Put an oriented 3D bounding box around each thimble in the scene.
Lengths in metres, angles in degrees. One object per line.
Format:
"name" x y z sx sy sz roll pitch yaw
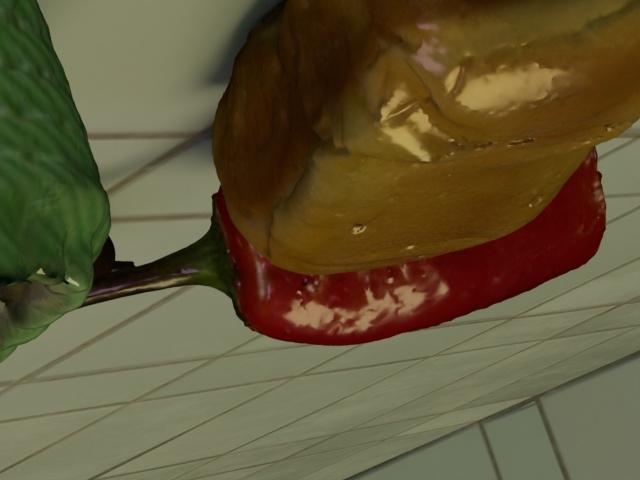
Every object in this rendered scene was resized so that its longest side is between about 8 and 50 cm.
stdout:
"thimble" -0.194 -0.013 0.752 0.219 0.150 0.219 -19 167 -5

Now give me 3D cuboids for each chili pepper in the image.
"chili pepper" 0.001 -0.002 1.082 0.338 0.131 0.135 -15 130 -21

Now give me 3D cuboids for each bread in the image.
"bread" 0.059 -0.080 0.894 0.166 0.132 0.294 -7 166 -21

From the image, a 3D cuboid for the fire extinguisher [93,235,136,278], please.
"fire extinguisher" -0.158 0.001 1.117 0.078 0.045 0.157 6 170 5
